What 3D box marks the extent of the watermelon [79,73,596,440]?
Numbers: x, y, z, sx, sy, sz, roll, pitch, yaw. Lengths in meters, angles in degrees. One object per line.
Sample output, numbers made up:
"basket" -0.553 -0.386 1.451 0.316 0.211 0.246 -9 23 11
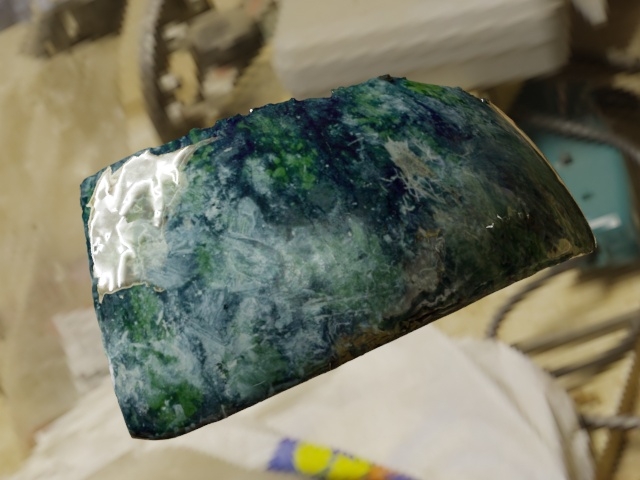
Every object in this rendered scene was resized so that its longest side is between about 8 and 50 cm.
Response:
"watermelon" 0.000 0.000 1.003 0.318 0.148 0.226 -20 -8 -32
